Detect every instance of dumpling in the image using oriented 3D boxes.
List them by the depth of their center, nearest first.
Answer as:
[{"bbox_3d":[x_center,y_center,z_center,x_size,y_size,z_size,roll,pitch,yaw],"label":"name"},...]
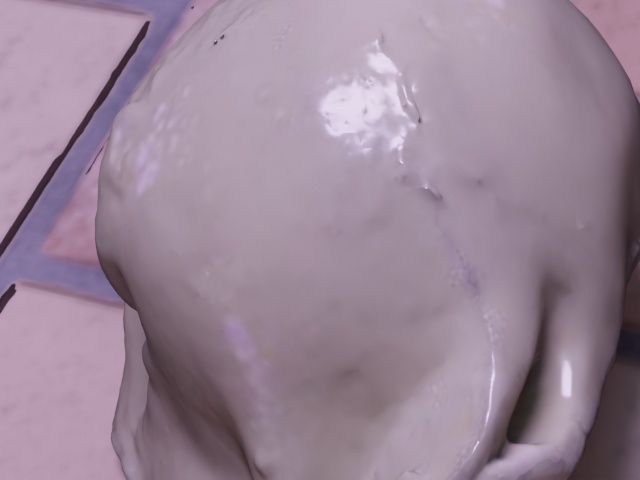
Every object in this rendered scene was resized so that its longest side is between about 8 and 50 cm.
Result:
[{"bbox_3d":[0.000,0.000,0.572,0.193,0.147,0.258,-35,43,30],"label":"dumpling"}]
